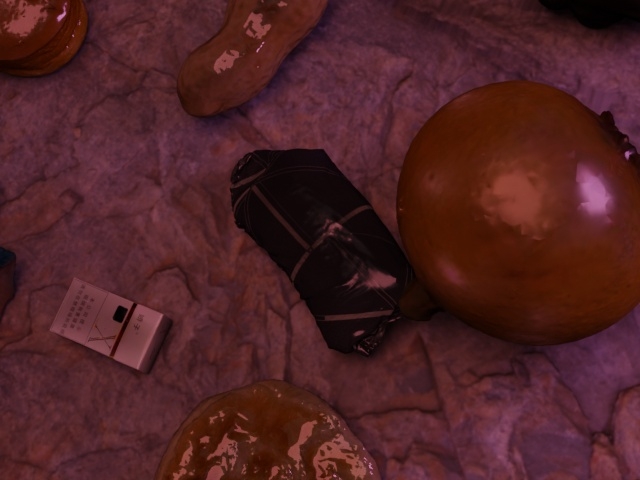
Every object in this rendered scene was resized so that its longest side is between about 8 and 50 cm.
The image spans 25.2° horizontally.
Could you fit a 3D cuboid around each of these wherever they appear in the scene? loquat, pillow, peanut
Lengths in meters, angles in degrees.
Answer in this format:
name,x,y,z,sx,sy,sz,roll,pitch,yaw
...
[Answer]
name,x,y,z,sx,sy,sz,roll,pitch,yaw
loquat,0.229,-0.019,1.705,0.359,0.328,0.328,-38,64,24
pillow,0.000,0.000,1.887,0.161,0.092,0.335,-40,64,6
peanut,-0.101,-0.286,2.006,0.274,0.111,0.125,-48,61,-2

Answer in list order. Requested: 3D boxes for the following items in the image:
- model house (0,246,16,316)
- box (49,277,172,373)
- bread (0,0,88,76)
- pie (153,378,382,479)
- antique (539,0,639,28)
name,x,y,z,sx,sy,sz,roll,pitch,yaw
model house,-0.561,0.037,2.009,0.267,0.194,0.325,18,75,23
box,-0.288,0.117,1.969,0.154,0.040,0.084,20,78,24
bread,-0.477,-0.351,2.135,0.270,0.142,0.195,22,80,21
pie,-0.085,0.337,1.811,0.338,0.075,0.337,-6,71,17
antique,0.415,-0.394,1.831,0.322,0.185,0.255,26,81,37
